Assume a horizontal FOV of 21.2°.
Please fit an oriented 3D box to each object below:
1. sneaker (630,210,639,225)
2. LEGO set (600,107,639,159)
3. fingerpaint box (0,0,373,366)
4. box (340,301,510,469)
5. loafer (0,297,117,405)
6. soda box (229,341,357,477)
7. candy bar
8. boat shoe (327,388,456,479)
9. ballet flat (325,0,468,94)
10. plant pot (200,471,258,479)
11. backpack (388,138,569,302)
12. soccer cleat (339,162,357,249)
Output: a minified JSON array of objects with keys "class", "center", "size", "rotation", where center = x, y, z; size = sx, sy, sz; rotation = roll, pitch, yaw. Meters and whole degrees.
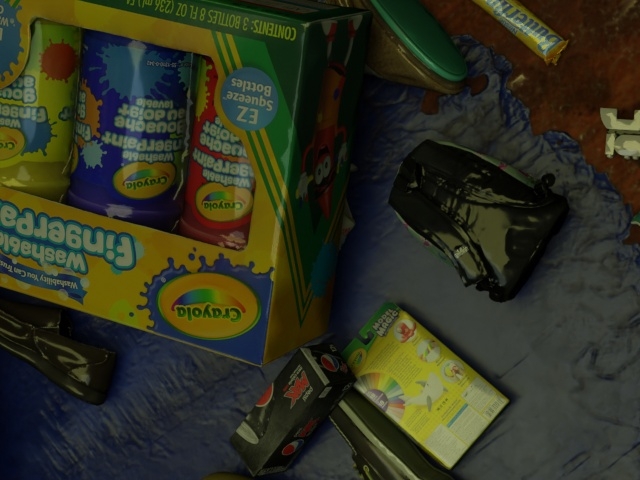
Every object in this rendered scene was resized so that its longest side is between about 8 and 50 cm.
[{"class":"sneaker","center":[0.392,0.027,1.848],"size":[0.075,0.057,0.161],"rotation":[-30,81,29]},{"class":"LEGO set","center":[0.405,-0.092,1.827],"size":[0.227,0.087,0.093],"rotation":[5,88,16]},{"class":"fingerpaint box","center":[-0.197,-0.106,1.874],"size":[0.445,0.163,0.371],"rotation":[16,108,24]},{"class":"box","center":[0.111,0.160,1.911],"size":[0.179,0.043,0.105],"rotation":[41,88,11]},{"class":"loafer","center":[-0.330,0.110,2.028],"size":[0.220,0.080,0.078],"rotation":[32,86,9]},{"class":"soda box","center":[-0.032,0.189,1.910],"size":[0.060,0.053,0.169],"rotation":[54,127,26]},{"class":"candy bar","center":[0.212,-0.257,1.922],"size":[0.161,0.018,0.040],"rotation":[43,98,14]},{"class":"boat shoe","center":[0.077,0.254,1.902],"size":[0.228,0.081,0.068],"rotation":[44,109,20]},{"class":"ballet flat","center":[0.029,-0.271,1.934],"size":[0.124,0.116,0.342],"rotation":[-44,77,30]},{"class":"plant pot","center":[-0.101,0.316,1.934],"size":[0.134,0.134,0.095],"rotation":[-53,53,7]},{"class":"backpack","center":[0.163,-0.029,1.876],"size":[0.182,0.115,0.152],"rotation":[32,84,15]},{"class":"soccer cleat","center":[0.000,0.000,1.945],"size":[0.076,0.068,0.196],"rotation":[4,86,11]}]
